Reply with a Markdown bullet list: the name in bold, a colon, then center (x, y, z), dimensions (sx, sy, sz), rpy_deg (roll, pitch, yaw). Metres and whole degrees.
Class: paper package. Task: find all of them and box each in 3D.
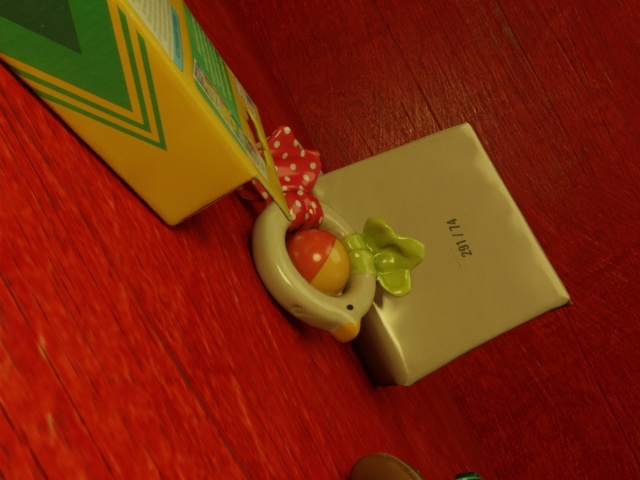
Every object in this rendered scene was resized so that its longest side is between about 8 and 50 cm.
- **paper package**: center (0.160, 0.025, 0.851), dimensions (0.325, 0.309, 0.168), rpy_deg (64, -18, 11)

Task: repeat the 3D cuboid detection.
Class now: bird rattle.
- **bird rattle**: center (0.000, 0.000, 0.623), dimensions (0.253, 0.143, 0.207), rpy_deg (47, 33, -20)

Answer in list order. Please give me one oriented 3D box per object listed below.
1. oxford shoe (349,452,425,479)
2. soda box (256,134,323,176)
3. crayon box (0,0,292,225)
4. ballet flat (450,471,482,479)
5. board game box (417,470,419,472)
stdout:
- **oxford shoe**: center (0.041, 0.213, 0.393), dimensions (0.076, 0.076, 0.212), rpy_deg (21, 4, -7)
- **soda box**: center (-0.044, -0.112, 0.932), dimensions (0.069, 0.074, 0.216), rpy_deg (64, 8, 15)
- **crayon box**: center (-0.149, -0.155, 0.399), dimensions (0.323, 0.083, 0.203), rpy_deg (53, 11, -41)
- **ballet flat**: center (0.256, 0.441, 0.938), dimensions (0.206, 0.073, 0.067), rpy_deg (39, 38, -61)
- **board game box**: center (0.144, 0.366, 0.635), dimensions (0.103, 0.026, 0.154), rpy_deg (57, 9, -30)
